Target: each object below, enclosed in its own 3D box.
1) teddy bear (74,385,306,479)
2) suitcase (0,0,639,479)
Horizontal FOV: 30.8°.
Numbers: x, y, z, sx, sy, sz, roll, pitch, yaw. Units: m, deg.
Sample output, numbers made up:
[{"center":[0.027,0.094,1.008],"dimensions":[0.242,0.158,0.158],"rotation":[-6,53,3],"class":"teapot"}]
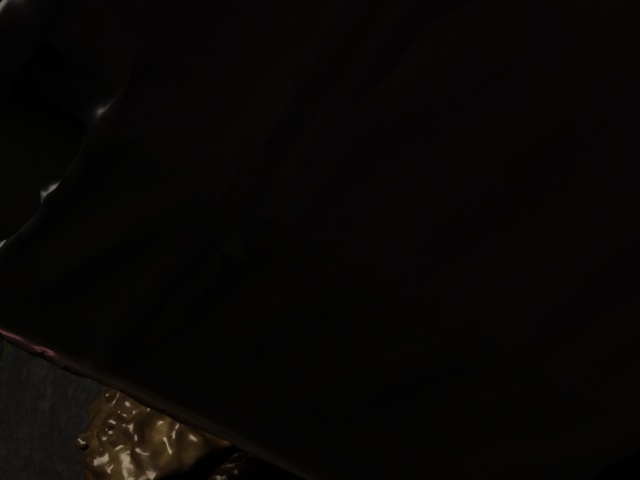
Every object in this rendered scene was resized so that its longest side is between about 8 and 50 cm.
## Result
[{"center":[-0.009,0.004,0.643],"dimensions":[0.296,0.246,0.222],"rotation":[-30,63,-1],"class":"teddy bear"},{"center":[0.055,-0.046,0.423],"dimensions":[0.283,0.434,0.194],"rotation":[-55,24,14],"class":"suitcase"}]
